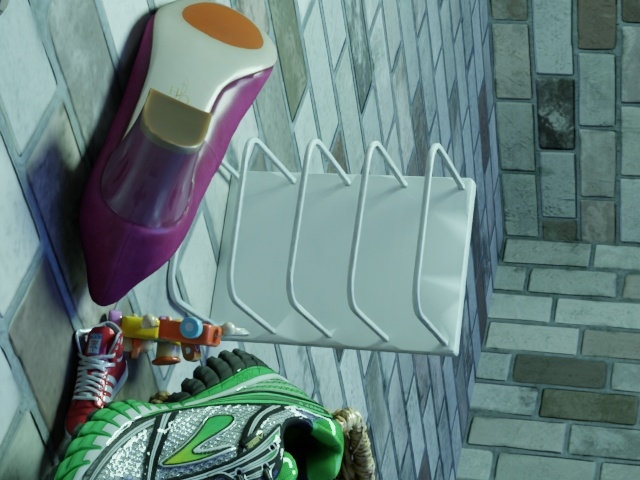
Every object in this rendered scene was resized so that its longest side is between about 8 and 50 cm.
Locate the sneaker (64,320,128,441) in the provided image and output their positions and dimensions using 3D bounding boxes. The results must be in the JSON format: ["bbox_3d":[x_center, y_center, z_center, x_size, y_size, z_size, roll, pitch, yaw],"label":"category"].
[{"bbox_3d":[-0.194,0.118,1.252,0.118,0.042,0.067,-78,169,-56],"label":"sneaker"}]

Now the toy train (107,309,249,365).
[{"bbox_3d":[-0.128,0.095,1.346,0.166,0.125,0.046,33,63,-77],"label":"toy train"}]

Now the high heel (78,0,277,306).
[{"bbox_3d":[-0.143,-0.099,1.360,0.181,0.127,0.377,-61,-177,28],"label":"high heel"}]

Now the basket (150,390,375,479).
[{"bbox_3d":[-0.067,0.321,1.435,0.213,0.223,0.299,-68,158,-50],"label":"basket"}]

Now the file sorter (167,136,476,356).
[{"bbox_3d":[0.000,0.000,1.520,0.173,0.278,0.193,44,51,-65],"label":"file sorter"}]

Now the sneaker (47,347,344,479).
[{"bbox_3d":[-0.101,0.195,1.205,0.343,0.146,0.134,-30,135,-50],"label":"sneaker"}]

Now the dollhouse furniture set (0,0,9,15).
[{"bbox_3d":[-0.148,-0.306,0.926,0.355,0.174,0.303,-33,127,-56],"label":"dollhouse furniture set"}]
